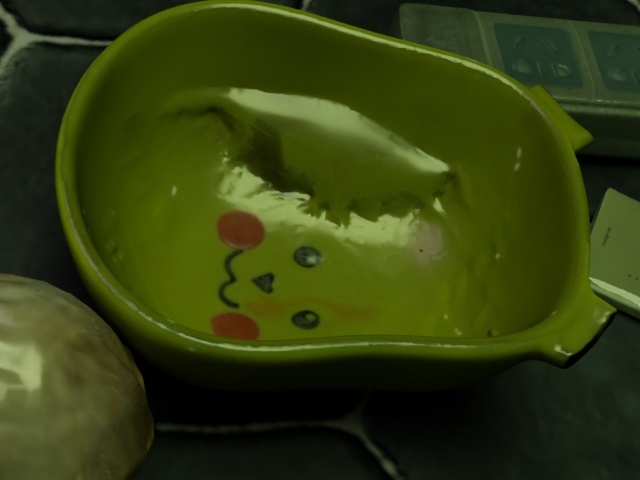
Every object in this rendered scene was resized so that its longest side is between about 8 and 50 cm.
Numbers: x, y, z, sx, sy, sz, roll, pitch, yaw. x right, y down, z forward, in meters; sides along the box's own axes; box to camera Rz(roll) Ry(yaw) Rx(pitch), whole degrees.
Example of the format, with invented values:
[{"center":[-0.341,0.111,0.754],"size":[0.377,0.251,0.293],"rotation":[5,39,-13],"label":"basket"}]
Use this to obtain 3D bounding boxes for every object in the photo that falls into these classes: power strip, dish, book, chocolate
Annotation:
[{"center":[0.159,-0.089,0.889],"size":[0.272,0.052,0.078],"rotation":[3,51,-14],"label":"power strip"},{"center":[0.000,0.000,0.735],"size":[0.262,0.108,0.221],"rotation":[8,50,-9],"label":"dish"},{"center":[0.199,0.020,0.838],"size":[0.111,0.014,0.077],"rotation":[25,50,5],"label":"book"},{"center":[-0.221,0.065,0.607],"size":[0.309,0.134,0.134],"rotation":[2,52,-16],"label":"chocolate"}]
